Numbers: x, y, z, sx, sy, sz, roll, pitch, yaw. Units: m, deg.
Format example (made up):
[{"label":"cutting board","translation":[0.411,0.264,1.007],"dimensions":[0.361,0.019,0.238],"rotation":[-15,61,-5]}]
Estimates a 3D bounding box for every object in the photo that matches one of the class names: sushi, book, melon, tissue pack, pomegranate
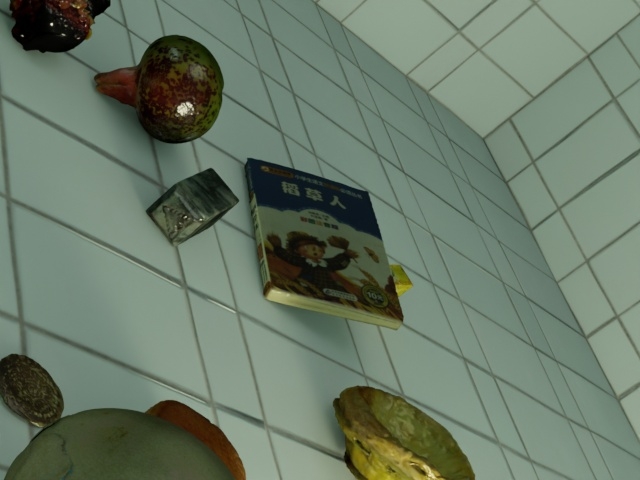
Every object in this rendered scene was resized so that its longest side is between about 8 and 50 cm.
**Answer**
[{"label":"sushi","translation":[-0.486,-0.414,2.094],"dimensions":[0.172,0.153,0.151],"rotation":[57,25,-60]},{"label":"book","translation":[0.000,0.000,2.400],"dimensions":[0.300,0.039,0.428],"rotation":[14,36,-22]},{"label":"melon","translation":[-0.210,0.329,1.274],"dimensions":[0.330,0.268,0.268],"rotation":[43,19,14]},{"label":"tissue pack","translation":[0.121,0.102,2.531],"dimensions":[0.062,0.095,0.176],"rotation":[58,22,16]},{"label":"pomegranate","translation":[-0.308,-0.292,2.218],"dimensions":[0.247,0.214,0.214],"rotation":[6,39,-16]}]

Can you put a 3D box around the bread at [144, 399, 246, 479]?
[{"label":"bread","translation":[-0.184,0.312,1.574],"dimensions":[0.199,0.104,0.199],"rotation":[43,21,-21]}]

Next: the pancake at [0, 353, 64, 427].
[{"label":"pancake","translation":[-0.377,0.194,1.503],"dimensions":[0.115,0.011,0.115],"rotation":[42,23,-22]}]

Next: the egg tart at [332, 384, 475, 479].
[{"label":"egg tart","translation":[0.135,0.374,2.040],"dimensions":[0.294,0.123,0.294],"rotation":[34,12,-8]}]

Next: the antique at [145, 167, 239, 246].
[{"label":"antique","translation":[-0.233,-0.061,2.099],"dimensions":[0.086,0.088,0.183],"rotation":[50,21,1]}]
